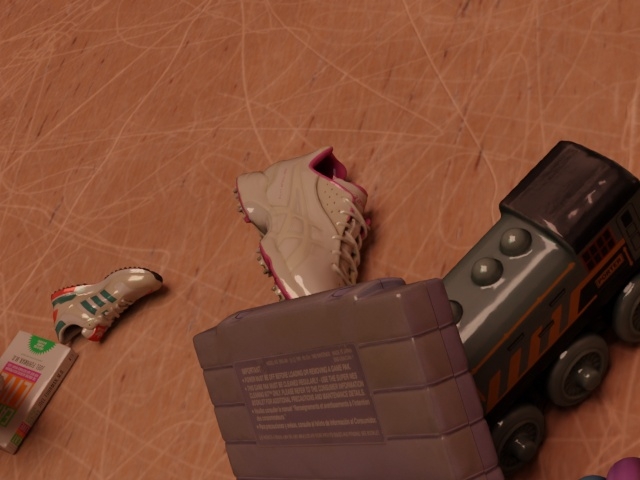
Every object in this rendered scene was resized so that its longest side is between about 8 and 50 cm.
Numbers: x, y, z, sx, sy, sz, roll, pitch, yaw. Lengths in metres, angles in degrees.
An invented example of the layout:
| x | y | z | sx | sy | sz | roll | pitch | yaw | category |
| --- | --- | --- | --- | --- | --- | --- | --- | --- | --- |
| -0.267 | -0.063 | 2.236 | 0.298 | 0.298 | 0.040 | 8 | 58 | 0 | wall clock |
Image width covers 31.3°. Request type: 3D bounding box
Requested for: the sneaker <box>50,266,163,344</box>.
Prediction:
| x | y | z | sx | sy | sz | roll | pitch | yaw | category |
| --- | --- | --- | --- | --- | --- | --- | --- | --- | --- |
| -0.264 | 0.086 | 1.424 | 0.161 | 0.057 | 0.075 | -16 | 64 | 20 | sneaker |

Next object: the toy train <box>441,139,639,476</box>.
| x | y | z | sx | sy | sz | roll | pitch | yaw | category |
| --- | --- | --- | --- | --- | --- | --- | --- | --- | --- |
| 0.183 | 0.066 | 1.037 | 0.334 | 0.190 | 0.142 | -44 | 43 | -7 | toy train |

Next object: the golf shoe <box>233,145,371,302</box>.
| x | y | z | sx | sy | sz | roll | pitch | yaw | category |
| --- | --- | --- | --- | --- | --- | --- | --- | --- | --- |
| 0.000 | 0.000 | 1.274 | 0.140 | 0.115 | 0.306 | -29 | 45 | 5 | golf shoe |

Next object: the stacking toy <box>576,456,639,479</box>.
| x | y | z | sx | sy | sz | roll | pitch | yaw | category |
| --- | --- | --- | --- | --- | --- | --- | --- | --- | --- |
| 0.162 | 0.273 | 0.928 | 0.330 | 0.141 | 0.141 | -23 | 45 | 21 | stacking toy |

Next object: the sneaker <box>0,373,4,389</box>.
| x | y | z | sx | sy | sz | roll | pitch | yaw | category |
| --- | --- | --- | --- | --- | --- | --- | --- | --- | --- |
| -0.504 | 0.205 | 1.370 | 0.210 | 0.137 | 0.366 | -57 | 22 | -12 | sneaker |

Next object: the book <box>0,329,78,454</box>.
| x | y | z | sx | sy | sz | roll | pitch | yaw | category |
| --- | --- | --- | --- | --- | --- | --- | --- | --- | --- |
| -0.376 | 0.188 | 1.423 | 0.096 | 0.035 | 0.144 | 12 | 61 | 35 | book |

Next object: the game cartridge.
| x | y | z | sx | sy | sz | roll | pitch | yaw | category |
| --- | --- | --- | --- | --- | --- | --- | --- | --- | --- |
| 0.016 | 0.158 | 0.976 | 0.355 | 0.068 | 0.230 | -17 | 86 | 57 | game cartridge |
